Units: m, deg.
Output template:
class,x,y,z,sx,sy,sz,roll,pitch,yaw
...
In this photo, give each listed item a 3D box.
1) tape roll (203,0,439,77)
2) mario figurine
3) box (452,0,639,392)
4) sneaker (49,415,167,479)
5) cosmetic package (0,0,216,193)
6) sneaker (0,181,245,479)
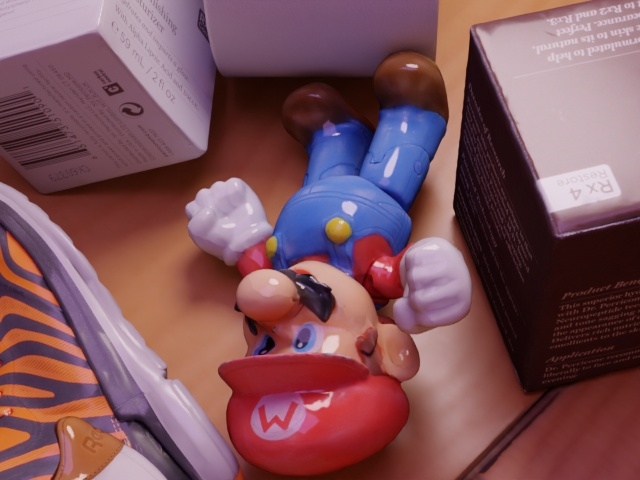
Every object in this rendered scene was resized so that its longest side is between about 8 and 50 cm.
class,x,y,z,sx,sy,sz,roll,pitch,yaw
tape roll,0.005,-0.247,0.904,0.169,0.246,0.246,0,57,3
mario figurine,0.000,0.000,0.776,0.170,0.198,0.321,20,52,-10
box,0.193,-0.031,0.776,0.168,0.203,0.167,-12,56,-5
sneaker,-0.206,0.214,0.629,0.290,0.106,0.123,-45,96,-15
cosmetic package,-0.177,-0.161,0.890,0.151,0.151,0.184,-11,55,21
sneaker,-0.206,0.099,0.759,0.180,0.125,0.321,-35,61,-19
